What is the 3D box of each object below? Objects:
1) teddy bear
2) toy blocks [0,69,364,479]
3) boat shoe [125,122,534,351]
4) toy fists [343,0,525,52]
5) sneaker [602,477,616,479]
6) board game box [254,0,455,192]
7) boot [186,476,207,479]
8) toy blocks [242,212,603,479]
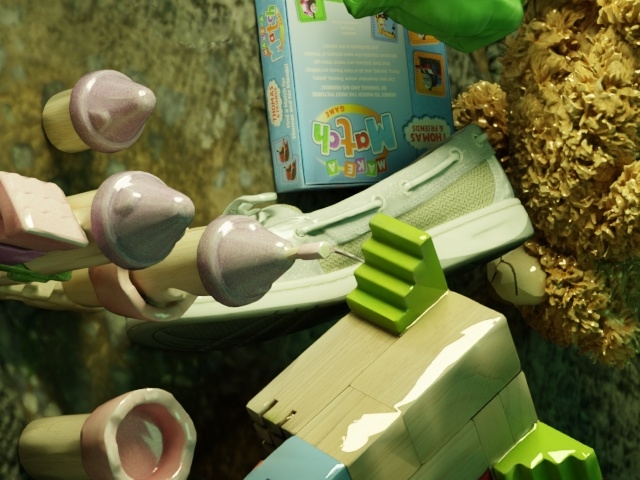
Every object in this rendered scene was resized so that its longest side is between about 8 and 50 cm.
[{"bbox_3d":[0.183,-0.066,1.414,0.113,0.338,0.245,-23,57,-34],"label":"teddy bear"},{"bbox_3d":[-0.165,-0.022,1.094,0.288,0.260,0.309,15,74,-39],"label":"toy blocks"},{"bbox_3d":[0.002,-0.001,1.328,0.320,0.118,0.103,-16,81,-29],"label":"boat shoe"},{"bbox_3d":[0.072,-0.246,1.377,0.142,0.096,0.279,1,49,-18],"label":"toy fists"},{"bbox_3d":[0.205,0.201,1.522,0.119,0.057,0.047,7,81,-39],"label":"sneaker"},{"bbox_3d":[0.026,-0.143,1.427,0.160,0.039,0.212,-3,85,-41],"label":"board game box"},{"bbox_3d":[-0.085,0.227,1.274,0.121,0.045,0.099,-48,121,-33],"label":"boot"},{"bbox_3d":[0.033,0.214,1.256,0.261,0.190,0.381,-40,132,-24],"label":"toy blocks"}]
